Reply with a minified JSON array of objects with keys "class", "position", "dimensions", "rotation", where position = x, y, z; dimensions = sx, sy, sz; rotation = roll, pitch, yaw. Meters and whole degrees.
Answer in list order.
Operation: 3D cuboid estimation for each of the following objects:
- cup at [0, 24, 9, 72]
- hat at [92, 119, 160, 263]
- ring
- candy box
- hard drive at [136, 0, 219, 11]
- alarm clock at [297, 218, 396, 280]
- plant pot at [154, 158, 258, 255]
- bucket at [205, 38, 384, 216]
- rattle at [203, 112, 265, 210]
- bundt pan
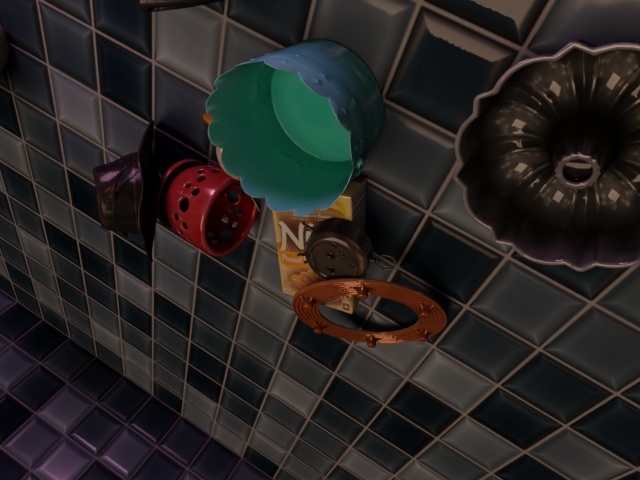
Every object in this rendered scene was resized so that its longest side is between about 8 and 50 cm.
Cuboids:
[{"class":"cup","position":[-0.924,-0.479,1.167],"dimensions":[0.331,0.237,0.331],"rotation":[18,133,20]},{"class":"hat","position":[-0.439,-0.109,1.081],"dimensions":[0.134,0.331,0.331],"rotation":[-1,134,-13]},{"class":"ring","position":[0.102,0.171,1.048],"dimensions":[0.337,0.032,0.336],"rotation":[6,149,4]},{"class":"candy box","position":[0.000,0.000,1.041],"dimensions":[0.183,0.087,0.316],"rotation":[14,132,21]},{"class":"hard drive","position":[-0.183,-0.453,0.728],"dimensions":[0.255,0.054,0.172],"rotation":[-12,123,0]},{"class":"alarm clock","position":[0.052,0.029,0.934],"dimensions":[0.192,0.064,0.129],"rotation":[9,130,14]},{"class":"plant pot","position":[-0.263,-0.080,1.082],"dimensions":[0.174,0.191,0.191],"rotation":[22,134,22]},{"class":"bucket","position":[-0.034,-0.200,0.833],"dimensions":[0.281,0.183,0.281],"rotation":[19,133,22]},{"class":"rattle","position":[-0.172,-0.164,1.015],"dimensions":[0.143,0.130,0.199],"rotation":[5,138,31]},{"class":"bundt pan","position":[0.364,-0.124,0.670],"dimensions":[0.331,0.124,0.330],"rotation":[19,134,21]}]
